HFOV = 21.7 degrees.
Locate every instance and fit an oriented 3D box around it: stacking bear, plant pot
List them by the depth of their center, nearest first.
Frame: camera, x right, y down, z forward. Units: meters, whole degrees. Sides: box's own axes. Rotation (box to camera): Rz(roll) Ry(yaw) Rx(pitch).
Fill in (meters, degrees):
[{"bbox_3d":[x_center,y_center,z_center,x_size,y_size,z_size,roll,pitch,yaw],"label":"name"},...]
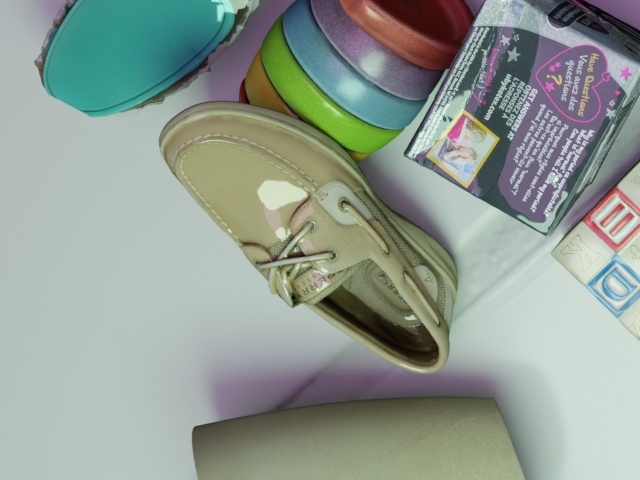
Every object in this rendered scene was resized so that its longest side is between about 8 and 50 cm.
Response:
[{"bbox_3d":[-0.007,-0.132,1.518,0.164,0.175,0.289,30,122,-26],"label":"stacking bear"},{"bbox_3d":[0.053,0.250,1.540,0.274,0.256,0.256,-19,94,1],"label":"plant pot"}]

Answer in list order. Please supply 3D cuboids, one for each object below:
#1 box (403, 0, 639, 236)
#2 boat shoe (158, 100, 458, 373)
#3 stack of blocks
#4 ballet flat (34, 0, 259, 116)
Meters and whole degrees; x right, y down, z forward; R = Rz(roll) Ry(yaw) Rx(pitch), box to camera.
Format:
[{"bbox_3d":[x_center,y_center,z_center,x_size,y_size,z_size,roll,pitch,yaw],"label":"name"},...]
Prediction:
[{"bbox_3d":[0.190,-0.122,1.411,0.142,0.247,0.163,30,106,7],"label":"box"},{"bbox_3d":[0.000,0.000,1.471,0.341,0.110,0.121,34,128,-28],"label":"boat shoe"},{"bbox_3d":[0.368,-0.040,1.459,0.171,0.087,0.297,44,108,5],"label":"stack of blocks"},{"bbox_3d":[-0.093,-0.269,1.527,0.409,0.147,0.147,-42,87,23],"label":"ballet flat"}]
